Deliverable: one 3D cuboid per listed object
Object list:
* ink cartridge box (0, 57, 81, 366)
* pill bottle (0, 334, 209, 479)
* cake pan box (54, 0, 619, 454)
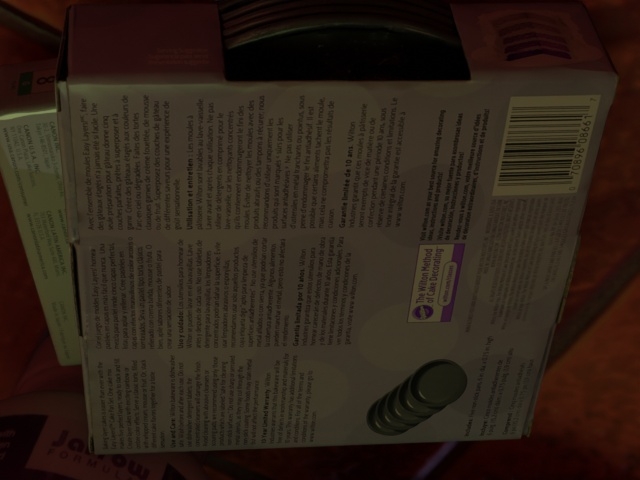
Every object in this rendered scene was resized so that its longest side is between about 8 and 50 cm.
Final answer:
[{"bbox_3d":[-0.049,-0.022,0.722,0.224,0.056,0.181,-9,131,-4],"label":"ink cartridge box"},{"bbox_3d":[-0.153,0.193,0.752,0.169,0.301,0.169,7,133,7],"label":"pill bottle"},{"bbox_3d":[0.000,0.000,0.663,0.245,0.070,0.267,-3,133,-7],"label":"cake pan box"}]
